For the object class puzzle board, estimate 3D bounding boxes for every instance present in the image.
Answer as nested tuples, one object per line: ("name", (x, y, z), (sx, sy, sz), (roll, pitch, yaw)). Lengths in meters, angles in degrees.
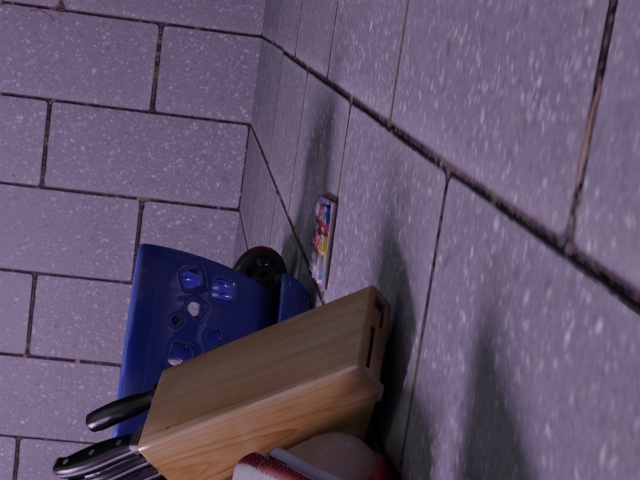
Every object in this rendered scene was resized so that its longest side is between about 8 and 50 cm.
("puzzle board", (0.000, 0.000, 1.332), (0.128, 0.011, 0.096), (-136, 53, -81))

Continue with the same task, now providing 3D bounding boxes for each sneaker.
("sneaker", (-0.103, 0.083, 1.702), (0.276, 0.097, 0.135), (103, 168, -50))

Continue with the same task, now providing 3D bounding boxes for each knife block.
("knife block", (-0.087, 0.139, 0.940), (0.088, 0.242, 0.276), (-79, 2, -48))

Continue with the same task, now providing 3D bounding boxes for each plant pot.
("plant pot", (-0.131, 0.147, 1.425), (0.236, 0.212, 0.236), (127, 149, -75))

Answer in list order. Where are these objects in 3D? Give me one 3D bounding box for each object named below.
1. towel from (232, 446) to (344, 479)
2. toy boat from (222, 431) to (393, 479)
("towel", (-0.001, 0.293, 0.600), (0.237, 0.037, 0.329), (12, 94, 55))
("toy boat", (-0.026, 0.247, 0.847), (0.231, 0.151, 0.151), (-32, 10, 38))
